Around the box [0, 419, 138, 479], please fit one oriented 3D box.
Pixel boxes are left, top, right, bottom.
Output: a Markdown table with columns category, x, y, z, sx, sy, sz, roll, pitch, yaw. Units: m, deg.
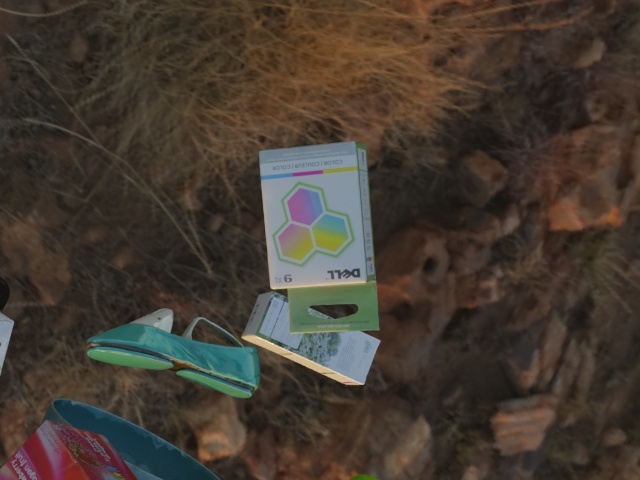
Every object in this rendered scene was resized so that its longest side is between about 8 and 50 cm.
| category | x | y | z | sx | sy | sz | roll | pitch | yaw |
| --- | --- | --- | --- | --- | --- | --- | --- | --- | --- |
| box | -0.238 | 0.330 | 1.116 | 0.128 | 0.257 | 0.122 | -46 | 152 | 2 |

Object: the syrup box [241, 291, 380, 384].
| category | x | y | z | sx | sy | sz | roll | pitch | yaw |
| --- | --- | --- | --- | --- | --- | --- | --- | --- | --- |
| syrup box | -0.017 | 0.187 | 1.979 | 0.237 | 0.096 | 0.093 | 26 | 75 | -15 |

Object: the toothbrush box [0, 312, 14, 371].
| category | x | y | z | sx | sy | sz | roll | pitch | yaw |
| --- | --- | --- | --- | --- | --- | --- | --- | --- | --- |
| toothbrush box | -0.528 | 0.200 | 1.340 | 0.122 | 0.206 | 0.283 | 7 | 100 | -49 |

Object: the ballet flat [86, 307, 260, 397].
| category | x | y | z | sx | sy | sz | roll | pitch | yaw |
| --- | --- | --- | --- | --- | --- | --- | --- | --- | --- |
| ballet flat | -0.187 | 0.136 | 1.362 | 0.247 | 0.083 | 0.087 | 20 | 65 | -29 |

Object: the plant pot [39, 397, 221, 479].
| category | x | y | z | sx | sy | sz | roll | pitch | yaw |
| --- | --- | --- | --- | --- | --- | --- | --- | --- | --- |
| plant pot | -0.306 | 0.384 | 1.517 | 0.290 | 0.290 | 0.195 | 31 | 85 | -34 |

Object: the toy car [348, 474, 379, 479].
| category | x | y | z | sx | sy | sz | roll | pitch | yaw |
| --- | --- | --- | --- | --- | --- | --- | --- | --- | --- |
| toy car | 0.030 | 0.404 | 1.243 | 0.149 | 0.155 | 0.188 | -10 | 119 | 7 |

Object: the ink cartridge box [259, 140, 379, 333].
| category | x | y | z | sx | sy | sz | roll | pitch | yaw |
| --- | --- | --- | --- | --- | --- | --- | --- | --- | --- |
| ink cartridge box | 0.000 | 0.000 | 1.149 | 0.109 | 0.062 | 0.209 | -4 | 91 | 14 |

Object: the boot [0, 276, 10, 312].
| category | x | y | z | sx | sy | sz | roll | pitch | yaw |
| --- | --- | --- | --- | --- | --- | --- | --- | --- | --- |
| boot | -0.632 | 0.196 | 1.645 | 0.096 | 0.264 | 0.280 | 40 | 119 | -21 |
